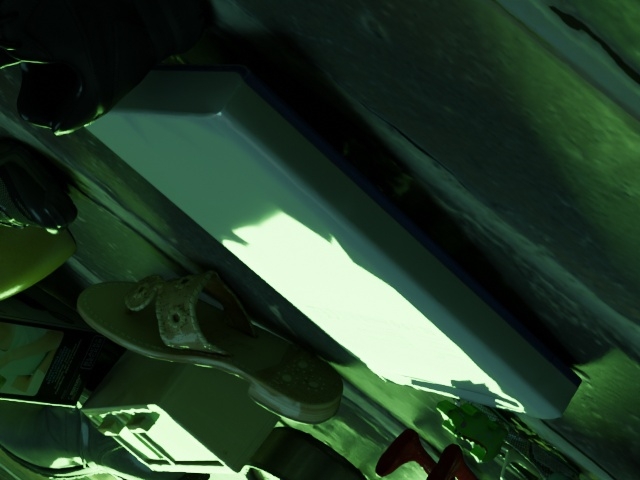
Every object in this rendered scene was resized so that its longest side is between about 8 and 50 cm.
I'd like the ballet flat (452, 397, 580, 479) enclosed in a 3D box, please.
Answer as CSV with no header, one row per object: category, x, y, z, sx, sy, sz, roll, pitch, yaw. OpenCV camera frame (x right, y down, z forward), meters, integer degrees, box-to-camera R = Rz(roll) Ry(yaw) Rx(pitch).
ballet flat,0.135,0.152,1.443,0.114,0.041,0.041,37,162,3

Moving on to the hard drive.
hard drive,0.000,0.000,1.280,0.318,0.040,0.210,42,163,-29

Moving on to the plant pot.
plant pot,-0.306,0.003,1.825,0.134,0.095,0.134,34,161,13

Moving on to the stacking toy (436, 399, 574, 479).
stacking toy,0.182,0.201,1.343,0.221,0.052,0.167,38,178,-31

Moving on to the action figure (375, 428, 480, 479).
action figure,0.127,0.294,1.660,0.091,0.139,0.280,17,155,51

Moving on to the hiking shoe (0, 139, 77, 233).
hiking shoe,-0.300,-0.028,1.706,0.227,0.114,0.086,19,155,45

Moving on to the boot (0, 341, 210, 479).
boot,-0.279,0.164,2.180,0.338,0.118,0.223,7,142,40

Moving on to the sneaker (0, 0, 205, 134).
sneaker,-0.167,-0.168,1.094,0.109,0.130,0.286,24,156,42

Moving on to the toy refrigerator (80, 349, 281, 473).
toy refrigerator,-0.135,0.160,1.886,0.102,0.094,0.269,42,162,-13

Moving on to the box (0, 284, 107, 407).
box,-0.363,0.077,1.921,0.169,0.087,0.290,30,-173,31

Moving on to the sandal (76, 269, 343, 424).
sandal,-0.084,0.061,1.621,0.240,0.088,0.079,25,128,16

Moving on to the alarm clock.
alarm clock,0.006,0.231,1.840,0.192,0.064,0.129,20,154,49
